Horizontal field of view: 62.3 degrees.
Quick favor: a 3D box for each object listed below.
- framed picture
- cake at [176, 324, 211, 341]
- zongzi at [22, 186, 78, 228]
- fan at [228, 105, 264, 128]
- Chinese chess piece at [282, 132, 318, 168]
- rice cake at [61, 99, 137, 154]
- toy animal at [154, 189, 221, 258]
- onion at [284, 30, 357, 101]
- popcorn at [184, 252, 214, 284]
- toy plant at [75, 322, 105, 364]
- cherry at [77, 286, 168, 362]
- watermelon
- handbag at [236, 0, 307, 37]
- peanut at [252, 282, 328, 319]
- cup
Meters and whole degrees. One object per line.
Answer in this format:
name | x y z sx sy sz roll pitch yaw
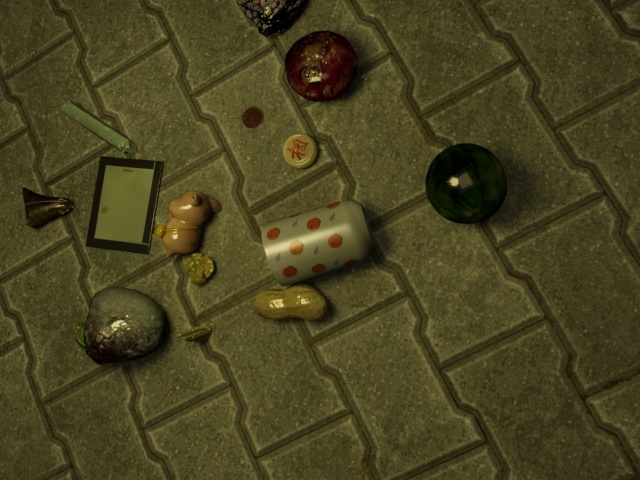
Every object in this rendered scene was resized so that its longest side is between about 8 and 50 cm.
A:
framed picture | -0.719 -0.133 1.943 0.265 0.016 0.346 6 85 13
cake | -0.428 0.323 1.769 0.051 0.140 0.055 27 105 22
zongzi | -1.023 -0.159 1.986 0.187 0.084 0.184 -23 69 2
fan | -0.265 -0.437 1.883 0.134 0.005 0.085 2 85 11
Chinese chess piece | -0.069 -0.304 1.801 0.122 0.051 0.121 -1 84 12
rice cake | -0.822 -0.417 1.972 0.336 0.066 0.063 35 91 13
toy animal | -0.466 -0.054 1.808 0.149 0.165 0.247 29 97 9
onion | 0.000 -0.569 1.750 0.247 0.190 0.246 -3 63 7
popcorn | -0.415 0.096 1.817 0.097 0.089 0.109 -7 91 -24
toy plant | -0.796 0.355 1.864 0.162 0.093 0.092 42 93 13
cherry | -0.666 0.282 1.776 0.297 0.218 0.254 4 47 -8
watermelon | 0.432 -0.168 1.581 0.243 0.242 0.242 -1 83 12
handbag | -0.166 -0.836 1.848 0.229 0.127 0.208 -42 76 -4
peanut | -0.099 0.199 1.720 0.257 0.123 0.123 0 84 16
cup | 0.000 0.000 1.668 0.318 0.212 0.212 -18 80 9
